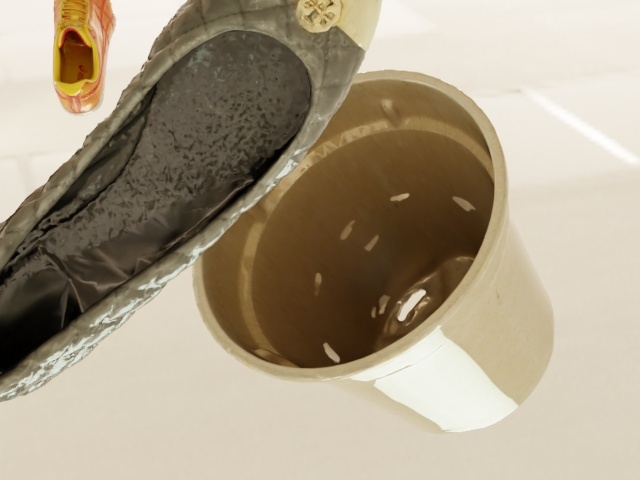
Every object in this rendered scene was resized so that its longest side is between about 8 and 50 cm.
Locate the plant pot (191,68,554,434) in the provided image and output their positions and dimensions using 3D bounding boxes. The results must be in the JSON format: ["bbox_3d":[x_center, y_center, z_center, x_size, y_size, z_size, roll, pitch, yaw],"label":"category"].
[{"bbox_3d":[0.089,0.048,1.366,0.333,0.305,0.334,-16,-125,23],"label":"plant pot"}]

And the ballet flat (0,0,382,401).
[{"bbox_3d":[-0.041,-0.018,0.376,0.173,0.057,0.049,-48,-161,2],"label":"ballet flat"}]

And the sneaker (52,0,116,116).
[{"bbox_3d":[-0.235,-0.209,1.309,0.064,0.067,0.175,-6,-117,-4],"label":"sneaker"}]
